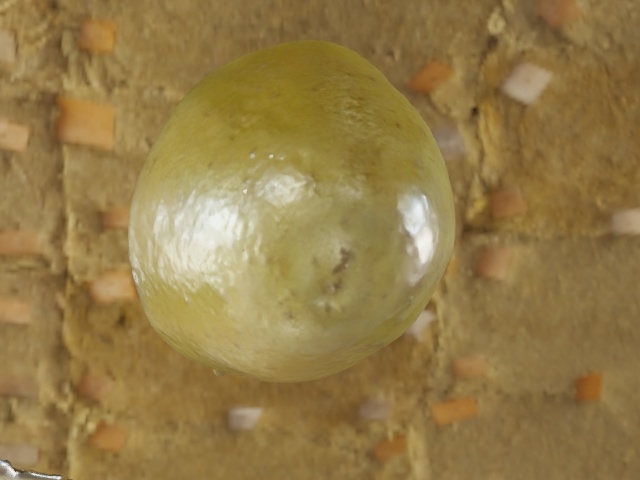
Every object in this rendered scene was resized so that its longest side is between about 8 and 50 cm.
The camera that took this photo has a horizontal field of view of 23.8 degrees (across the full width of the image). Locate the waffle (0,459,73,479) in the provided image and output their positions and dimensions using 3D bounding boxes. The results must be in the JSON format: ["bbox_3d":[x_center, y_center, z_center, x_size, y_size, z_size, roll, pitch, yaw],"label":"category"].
[{"bbox_3d":[-0.307,0.373,1.586,0.114,0.261,0.376,-10,-24,40],"label":"waffle"}]

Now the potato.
[{"bbox_3d":[0.000,0.000,0.837,0.203,0.158,0.178,-45,-60,-5],"label":"potato"}]
